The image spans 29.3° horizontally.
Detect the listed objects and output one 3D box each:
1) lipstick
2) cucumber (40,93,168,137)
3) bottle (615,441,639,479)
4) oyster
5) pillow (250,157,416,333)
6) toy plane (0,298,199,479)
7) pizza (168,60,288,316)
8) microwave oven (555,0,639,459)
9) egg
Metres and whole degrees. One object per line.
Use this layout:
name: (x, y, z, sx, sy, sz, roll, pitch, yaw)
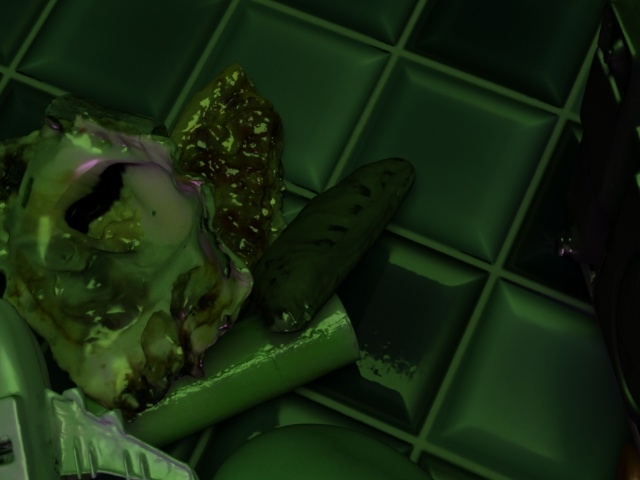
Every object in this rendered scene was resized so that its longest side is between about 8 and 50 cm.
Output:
lipstick: (-0.118, 0.127, 1.015, 0.304, 0.076, 0.076, -23, 69, -6)
cucumber: (-0.197, -0.093, 1.113, 0.112, 0.064, 0.064, 18, 71, 12)
bottle: (0.327, 0.203, 0.958, 0.187, 0.069, 0.069, 9, 70, 4)
oyster: (-0.173, -0.001, 1.027, 0.354, 0.107, 0.201, 39, 105, 32)
pillow: (-0.001, 0.001, 1.035, 0.093, 0.051, 0.241, -5, 33, 36)
toy plane: (-0.222, 0.167, 0.914, 0.251, 0.101, 0.255, -15, 85, 11)
pizza: (-0.087, -0.049, 1.087, 0.127, 0.058, 0.246, 11, 72, 7)
microwave oven: (0.325, 0.044, 0.841, 0.247, 0.333, 0.394, -4, 48, -4)
egg: (0.020, 0.232, 0.913, 0.231, 0.168, 0.168, 30, 74, 12)
